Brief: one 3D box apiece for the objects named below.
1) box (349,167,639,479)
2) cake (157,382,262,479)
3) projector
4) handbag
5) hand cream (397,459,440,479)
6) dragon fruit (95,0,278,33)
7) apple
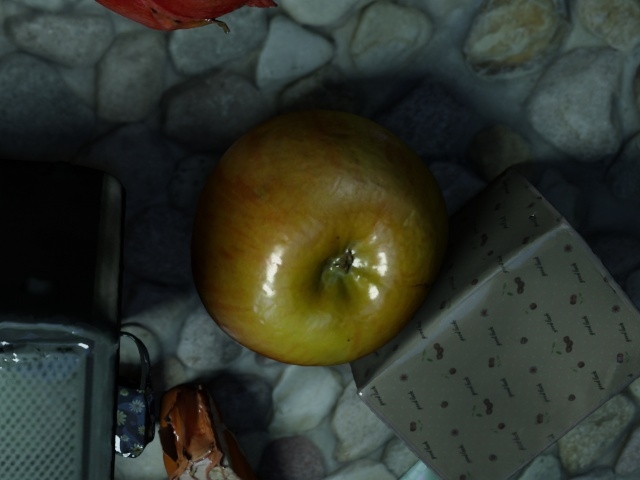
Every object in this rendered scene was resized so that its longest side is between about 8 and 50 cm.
[{"bbox_3d":[0.199,0.109,1.268,0.297,0.190,0.225,-41,113,7],"label":"box"},{"bbox_3d":[-0.132,0.282,1.347,0.098,0.135,0.287,-23,135,-5],"label":"cake"},{"bbox_3d":[-0.396,0.074,1.031,0.405,0.395,0.242,3,114,-11],"label":"projector"},{"bbox_3d":[-0.243,0.175,1.283,0.115,0.072,0.139,16,95,5],"label":"handbag"},{"bbox_3d":[0.096,0.359,1.435,0.205,0.050,0.078,-41,114,4],"label":"hand cream"},{"bbox_3d":[-0.147,-0.317,1.004,0.252,0.241,0.241,7,113,-34],"label":"dragon fruit"},{"bbox_3d":[0.000,0.000,1.159,0.286,0.233,0.286,-4,112,-9],"label":"apple"}]
